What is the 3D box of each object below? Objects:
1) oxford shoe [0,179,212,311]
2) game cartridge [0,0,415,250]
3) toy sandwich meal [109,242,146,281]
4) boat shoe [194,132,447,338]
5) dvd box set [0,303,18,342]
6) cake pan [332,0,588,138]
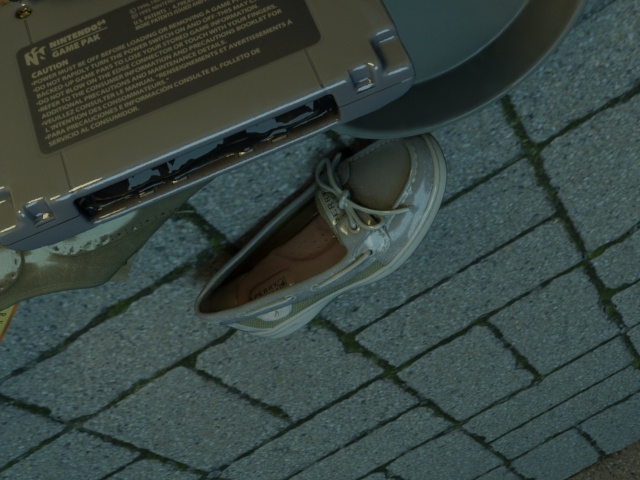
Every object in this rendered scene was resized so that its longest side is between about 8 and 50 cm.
[{"bbox_3d":[-0.168,-0.043,0.793,0.348,0.123,0.130,-23,132,-12],"label":"oxford shoe"},{"bbox_3d":[-0.105,-0.131,0.698,0.297,0.198,0.062,-22,147,1],"label":"game cartridge"},{"bbox_3d":[-0.207,0.007,0.986,0.085,0.029,0.086,-17,147,-12],"label":"toy sandwich meal"},{"bbox_3d":[-0.002,-0.001,1.035,0.320,0.118,0.103,-38,150,31],"label":"boat shoe"},{"bbox_3d":[-0.455,0.023,0.816,0.420,0.062,0.308,2,139,-35],"label":"dvd box set"},{"bbox_3d":[0.099,-0.208,0.859,0.293,0.054,0.293,-17,147,-12],"label":"cake pan"}]
